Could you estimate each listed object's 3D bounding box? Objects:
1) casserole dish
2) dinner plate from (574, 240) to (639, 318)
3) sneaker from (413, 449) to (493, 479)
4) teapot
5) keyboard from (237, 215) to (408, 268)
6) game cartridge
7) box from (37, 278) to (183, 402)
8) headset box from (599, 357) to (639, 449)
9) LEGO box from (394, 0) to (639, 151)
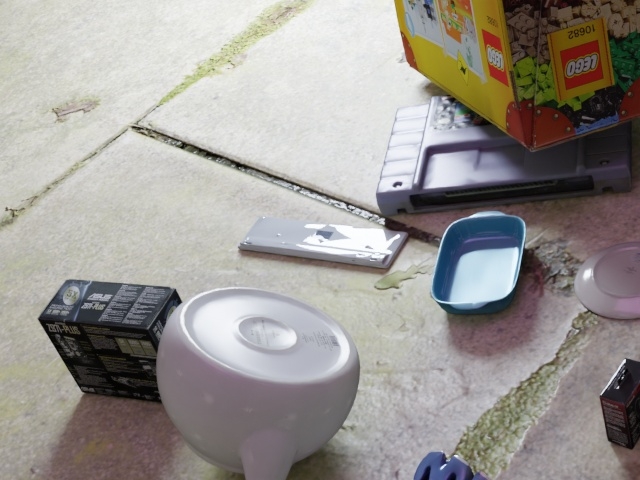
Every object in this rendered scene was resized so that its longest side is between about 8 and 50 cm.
[{"bbox_3d":[0.209,0.034,1.560,0.114,0.037,0.188,-4,41,21],"label":"casserole dish"},{"bbox_3d":[0.383,0.043,1.483,0.141,0.017,0.141,-12,37,9],"label":"dinner plate"},{"bbox_3d":[0.163,0.338,1.147,0.182,0.127,0.315,-45,36,-23],"label":"sneaker"},{"bbox_3d":[-0.083,0.182,1.406,0.252,0.187,0.256,27,28,23],"label":"teapot"},{"bbox_3d":[0.000,0.000,1.726,0.256,0.014,0.072,7,40,32],"label":"keyboard"},{"bbox_3d":[0.267,-0.142,1.736,0.355,0.068,0.230,-6,43,19],"label":"game cartridge"},{"bbox_3d":[-0.252,0.132,1.566,0.180,0.147,0.077,2,43,29],"label":"box"},{"bbox_3d":[0.330,0.172,1.289,0.032,0.083,0.062,16,51,38],"label":"headset box"},{"bbox_3d":[0.251,-0.387,1.696,0.193,0.372,0.500,-18,25,-8],"label":"LEGO box"}]
